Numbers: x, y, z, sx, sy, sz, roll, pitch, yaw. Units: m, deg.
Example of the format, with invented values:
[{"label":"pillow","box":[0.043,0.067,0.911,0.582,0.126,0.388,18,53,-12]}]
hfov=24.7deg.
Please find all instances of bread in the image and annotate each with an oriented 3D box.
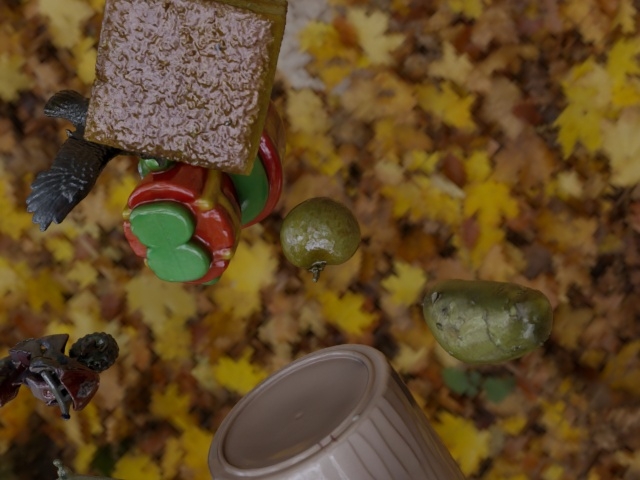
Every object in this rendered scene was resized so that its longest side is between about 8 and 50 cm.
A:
[{"label":"bread","box":[-0.068,-0.086,0.746,0.090,0.035,0.094,12,121,-4]}]

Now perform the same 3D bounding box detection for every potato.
[{"label":"potato","box":[0.198,0.092,1.713,0.188,0.085,0.105,-9,104,52]}]

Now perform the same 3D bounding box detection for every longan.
[{"label":"longan","box":[0.000,0.000,1.345,0.075,0.083,0.075,0,156,0]}]

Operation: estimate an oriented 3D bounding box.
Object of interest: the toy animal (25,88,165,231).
[{"label":"toy animal","box":[-0.167,-0.088,1.162,0.108,0.220,0.062,13,141,43]}]

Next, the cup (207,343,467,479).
[{"label":"cup","box":[0.041,0.248,1.443,0.208,0.288,0.273,-28,114,12]}]

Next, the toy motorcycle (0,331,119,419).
[{"label":"toy motorcycle","box":[-0.358,0.179,1.845,0.213,0.122,0.082,-14,119,6]}]

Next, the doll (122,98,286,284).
[{"label":"doll","box":[-0.120,-0.101,1.651,0.160,0.363,0.183,-17,122,16]}]

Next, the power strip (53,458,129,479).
[{"label":"power strip","box":[-0.203,0.245,1.053,0.145,0.215,0.061,-1,120,39]}]
